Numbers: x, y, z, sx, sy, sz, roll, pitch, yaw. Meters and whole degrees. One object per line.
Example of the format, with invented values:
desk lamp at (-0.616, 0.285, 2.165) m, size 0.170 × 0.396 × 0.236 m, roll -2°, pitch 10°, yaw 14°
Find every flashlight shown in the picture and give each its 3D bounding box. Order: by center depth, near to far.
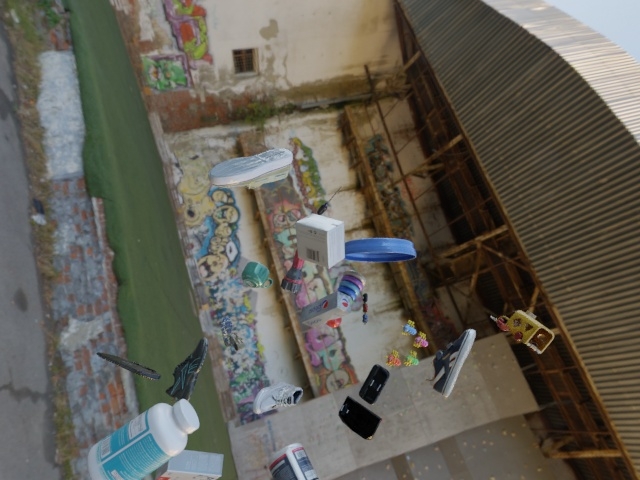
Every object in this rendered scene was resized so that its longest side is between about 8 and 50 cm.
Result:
flashlight at (-0.105, 0.095, 1.920) m, size 0.103 × 0.103 × 0.304 m, roll 20°, pitch -85°, yaw 43°

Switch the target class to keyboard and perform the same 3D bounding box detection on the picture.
keyboard at (-0.857, 0.580, 1.830) m, size 0.201 × 0.317 × 0.033 m, roll 48°, pitch 58°, yaw -58°

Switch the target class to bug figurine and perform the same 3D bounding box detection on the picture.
bug figurine at (0.483, 0.589, 2.202) m, size 0.279 × 0.216 × 0.072 m, roll -64°, pitch -156°, yaw 3°

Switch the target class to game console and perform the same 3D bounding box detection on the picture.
game console at (0.258, 0.842, 2.121) m, size 0.213 × 0.361 × 0.044 m, roll 27°, pitch -8°, yaw 28°

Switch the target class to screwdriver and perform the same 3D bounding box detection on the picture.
screwdriver at (0.028, -0.135, 1.328) m, size 0.025 × 0.024 × 0.170 m, roll 48°, pitch -38°, yaw 10°

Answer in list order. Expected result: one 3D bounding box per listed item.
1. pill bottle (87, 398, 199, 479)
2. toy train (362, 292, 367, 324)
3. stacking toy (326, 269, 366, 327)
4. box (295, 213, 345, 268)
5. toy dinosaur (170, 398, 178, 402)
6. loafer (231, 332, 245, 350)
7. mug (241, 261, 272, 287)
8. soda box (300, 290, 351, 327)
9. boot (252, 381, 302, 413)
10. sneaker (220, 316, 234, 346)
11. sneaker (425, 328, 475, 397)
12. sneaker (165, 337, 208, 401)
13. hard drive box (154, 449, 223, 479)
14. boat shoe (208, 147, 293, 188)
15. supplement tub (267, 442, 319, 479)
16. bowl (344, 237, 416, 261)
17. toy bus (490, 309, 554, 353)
pill bottle at (-0.468, 0.545, 1.082) m, size 0.146 × 0.264 × 0.146 m, roll 56°, pitch -8°, yaw 12°
toy train at (0.223, 0.337, 1.984) m, size 0.036 × 0.027 × 0.158 m, roll 110°, pitch -16°, yaw -67°
stacking toy at (0.127, 0.328, 2.189) m, size 0.141 × 0.330 × 0.141 m, roll 22°, pitch -29°, yaw 13°
box at (0.000, 0.000, 1.734) m, size 0.181 × 0.119 × 0.182 m, roll 17°, pitch -58°, yaw 35°
toy dinosaur at (-0.637, 0.690, 1.816) m, size 0.047 × 0.090 × 0.082 m, roll 94°, pitch -4°, yaw -67°
loafer at (-0.421, 0.511, 2.024) m, size 0.148 × 0.050 × 0.056 m, roll 36°, pitch -57°, yaw 56°
mug at (-0.330, 0.190, 2.070) m, size 0.129 × 0.158 × 0.097 m, roll 98°, pitch 13°, yaw -52°
soda box at (0.025, 0.352, 2.024) m, size 0.286 × 0.098 × 0.091 m, roll -31°, pitch -137°, yaw 40°
boot at (-0.176, 0.682, 1.735) m, size 0.258 × 0.123 × 0.095 m, roll -6°, pitch 97°, yaw -65°
sneaker at (-0.414, 0.394, 1.749) m, size 0.058 × 0.052 × 0.135 m, roll 21°, pitch -65°, yaw 60°
sneaker at (0.577, 0.525, 1.793) m, size 0.127 × 0.321 × 0.126 m, roll 25°, pitch -3°, yaw 33°
sneaker at (-0.546, 0.527, 1.658) m, size 0.101 × 0.106 × 0.267 m, roll 131°, pitch -21°, yaw -72°
hard drive box at (-0.563, 0.975, 1.720) m, size 0.181 × 0.232 × 0.089 m, roll -49°, pitch -149°, yaw 38°
boat shoe at (-0.208, -0.210, 1.268) m, size 0.109 × 0.302 × 0.094 m, roll 36°, pitch -44°, yaw 37°
supplement tub at (-0.115, 1.135, 1.903) m, size 0.272 × 0.191 × 0.191 m, roll 53°, pitch -25°, yaw 35°
bowl at (0.300, 0.053, 2.093) m, size 0.391 × 0.391 × 0.077 m, roll 143°, pitch -51°, yaw -74°
toy bus at (0.715, 0.299, 1.410) m, size 0.202 × 0.104 × 0.191 m, roll 40°, pitch 10°, yaw 24°
